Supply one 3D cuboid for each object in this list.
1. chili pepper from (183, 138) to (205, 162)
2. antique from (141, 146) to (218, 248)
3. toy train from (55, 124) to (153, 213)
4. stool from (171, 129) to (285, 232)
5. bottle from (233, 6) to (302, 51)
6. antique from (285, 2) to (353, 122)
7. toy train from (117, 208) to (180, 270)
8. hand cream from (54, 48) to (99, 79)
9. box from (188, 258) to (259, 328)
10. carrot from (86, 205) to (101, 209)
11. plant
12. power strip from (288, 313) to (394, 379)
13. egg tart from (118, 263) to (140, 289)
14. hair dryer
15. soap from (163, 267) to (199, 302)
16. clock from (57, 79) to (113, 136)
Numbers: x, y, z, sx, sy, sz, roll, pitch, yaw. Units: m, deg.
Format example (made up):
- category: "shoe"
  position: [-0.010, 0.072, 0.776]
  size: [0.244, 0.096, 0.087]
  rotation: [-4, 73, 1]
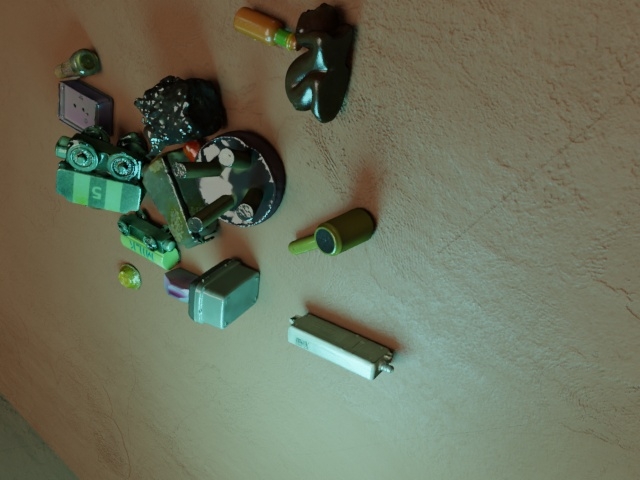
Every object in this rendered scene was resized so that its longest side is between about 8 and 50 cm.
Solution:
- category: "chili pepper"
  position: [-0.331, -0.222, 1.889]
  size: [0.272, 0.063, 0.071]
  rotation: [51, 142, 6]
- category: "antique"
  position: [-0.408, -0.119, 1.946]
  size: [0.150, 0.125, 0.284]
  rotation: [-22, 94, 42]
- category: "toy train"
  position: [-0.666, -0.220, 2.028]
  size: [0.299, 0.166, 0.238]
  rotation: [14, 122, -7]
- category: "stool"
  position: [-0.247, -0.148, 1.747]
  size: [0.272, 0.178, 0.271]
  rotation: [7, 110, 20]
- category: "bottle"
  position: [-0.125, -0.513, 1.604]
  size: [0.187, 0.069, 0.069]
  rotation: [31, 124, 22]
- category: "antique"
  position: [-0.011, -0.420, 1.529]
  size: [0.143, 0.121, 0.256]
  rotation: [34, 133, 33]
- category: "toy train"
  position: [-0.563, 0.005, 2.139]
  size: [0.253, 0.105, 0.157]
  rotation: [24, 135, 30]
- category: "hand cream"
  position: [-0.795, -0.556, 2.094]
  size: [0.203, 0.084, 0.083]
  rotation: [0, 108, 42]
- category: "box"
  position: [-0.281, 0.154, 1.910]
  size: [0.129, 0.210, 0.147]
  rotation: [19, 120, 22]
- category: "carrot"
  position: [-0.702, -0.215, 2.163]
  size: [0.102, 0.102, 0.263]
  rotation: [50, 123, 10]
- category: "plant"
  position: [-0.394, -0.354, 1.804]
  size: [0.234, 0.178, 0.204]
  rotation: [-2, 109, 37]
- category: "power strip"
  position: [0.056, 0.289, 1.780]
  size: [0.339, 0.098, 0.058]
  rotation: [20, 120, 30]
- category: "egg tart"
  position: [-0.683, 0.132, 2.315]
  size: [0.105, 0.039, 0.105]
  rotation: [13, 114, 32]
- category: "hair dryer"
  position: [0.000, 0.000, 1.693]
  size: [0.279, 0.135, 0.090]
  rotation: [-18, 96, 50]
- category: "soap"
  position: [-0.436, 0.146, 2.092]
  size: [0.149, 0.100, 0.056]
  rotation: [20, 119, 31]
- category: "clock"
  position: [-0.767, -0.424, 2.125]
  size: [0.193, 0.073, 0.144]
  rotation: [31, 124, 24]
